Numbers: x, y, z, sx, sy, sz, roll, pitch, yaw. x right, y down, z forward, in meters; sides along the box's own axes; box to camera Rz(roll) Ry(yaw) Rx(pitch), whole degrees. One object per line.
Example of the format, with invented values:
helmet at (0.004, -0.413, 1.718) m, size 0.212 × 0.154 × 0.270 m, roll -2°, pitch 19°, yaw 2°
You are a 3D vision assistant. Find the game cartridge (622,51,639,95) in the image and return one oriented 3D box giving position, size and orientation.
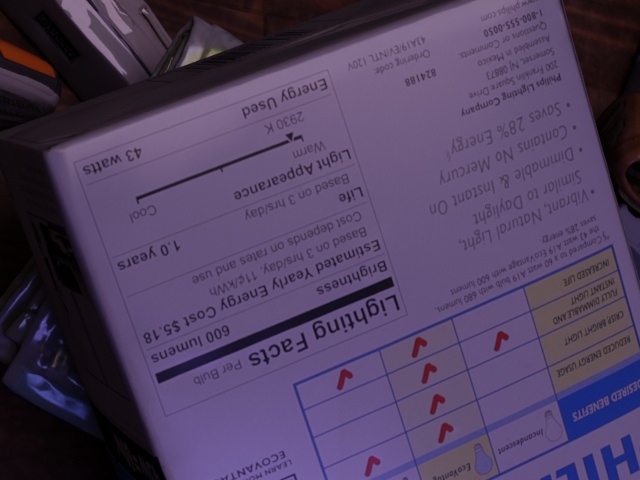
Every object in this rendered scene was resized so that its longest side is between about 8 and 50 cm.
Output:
game cartridge at (0.484, -0.232, 1.640) m, size 0.230 × 0.068 × 0.355 m, roll 39°, pitch 60°, yaw -21°

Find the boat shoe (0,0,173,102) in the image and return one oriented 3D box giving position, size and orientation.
boat shoe at (-0.205, -0.216, 1.189) m, size 0.267 × 0.096 × 0.088 m, roll 50°, pitch 53°, yaw -11°

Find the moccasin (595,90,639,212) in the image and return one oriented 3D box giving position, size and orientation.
moccasin at (0.452, -0.025, 1.489) m, size 0.380 × 0.139 × 0.147 m, roll 30°, pitch 29°, yaw -22°

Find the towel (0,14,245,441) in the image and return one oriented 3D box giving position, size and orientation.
towel at (-0.038, 0.048, 1.151) m, size 0.374 × 0.090 × 0.320 m, roll 33°, pitch 86°, yaw -20°

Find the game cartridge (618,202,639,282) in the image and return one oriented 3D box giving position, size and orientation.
game cartridge at (0.331, 0.117, 1.435) m, size 0.294 × 0.060 × 0.196 m, roll 45°, pitch 54°, yaw -6°

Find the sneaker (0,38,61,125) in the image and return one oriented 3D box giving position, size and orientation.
sneaker at (-0.334, -0.209, 1.088) m, size 0.321 × 0.124 × 0.180 m, roll 20°, pitch 68°, yaw -26°

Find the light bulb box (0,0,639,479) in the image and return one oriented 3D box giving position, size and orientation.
light bulb box at (0.011, 0.039, 1.003) m, size 0.358 × 0.225 × 0.361 m, roll -22°, pitch 103°, yaw -17°
